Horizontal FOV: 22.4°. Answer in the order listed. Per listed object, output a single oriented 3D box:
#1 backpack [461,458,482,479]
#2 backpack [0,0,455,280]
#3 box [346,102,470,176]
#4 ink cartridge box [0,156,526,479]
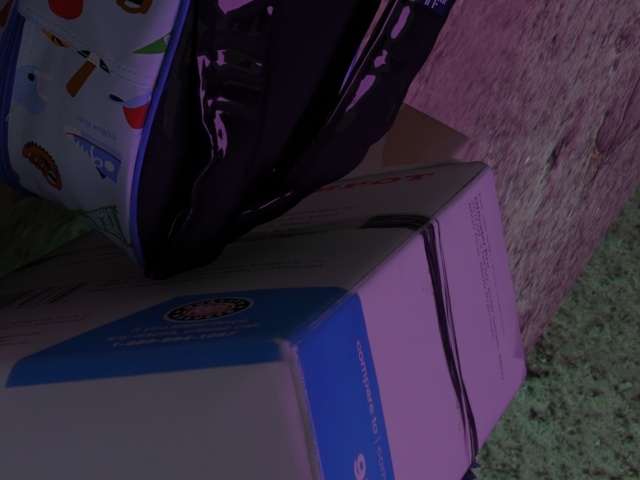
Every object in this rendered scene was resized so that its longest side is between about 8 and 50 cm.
[{"bbox_3d":[0.029,0.281,1.650,0.290,0.273,0.355,-61,-163,7],"label":"backpack"},{"bbox_3d":[-0.069,-0.124,0.849,0.276,0.213,0.263,-21,131,-55],"label":"backpack"},{"bbox_3d":[0.000,0.000,1.424,0.311,0.121,0.148,-44,157,-48],"label":"box"},{"bbox_3d":[-0.063,0.084,0.957,0.395,0.285,0.166,-37,118,-65],"label":"ink cartridge box"}]
